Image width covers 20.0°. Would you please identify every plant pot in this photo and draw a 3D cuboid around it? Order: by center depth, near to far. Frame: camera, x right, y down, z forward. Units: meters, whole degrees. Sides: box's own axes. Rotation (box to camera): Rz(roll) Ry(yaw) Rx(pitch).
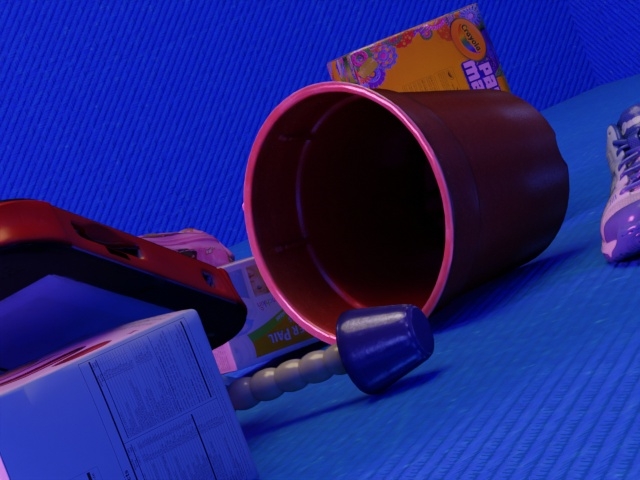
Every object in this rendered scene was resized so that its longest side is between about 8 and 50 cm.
[{"bbox_3d":[0.108,-0.045,1.907,0.272,0.272,0.265,-18,-2,42],"label":"plant pot"}]

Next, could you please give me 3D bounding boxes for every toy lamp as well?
[{"bbox_3d":[-0.029,0.122,1.605,0.274,0.080,0.080,-20,5,24],"label":"toy lamp"}]

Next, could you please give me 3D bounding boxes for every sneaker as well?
[{"bbox_3d":[0.319,-0.066,1.812,0.111,0.131,0.296,-19,7,15],"label":"sneaker"}]

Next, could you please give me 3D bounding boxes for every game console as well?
[{"bbox_3d":[-0.278,0.095,1.577,0.342,0.060,0.386,-32,-25,18],"label":"game console"}]

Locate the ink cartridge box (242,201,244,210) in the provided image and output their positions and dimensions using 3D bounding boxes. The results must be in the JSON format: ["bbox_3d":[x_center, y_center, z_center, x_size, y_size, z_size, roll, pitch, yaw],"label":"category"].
[{"bbox_3d":[0.000,0.000,2.259,0.100,0.172,0.237,-21,5,13],"label":"ink cartridge box"}]

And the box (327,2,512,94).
[{"bbox_3d":[0.150,-0.130,2.333,0.177,0.290,0.279,-22,5,-4],"label":"box"}]

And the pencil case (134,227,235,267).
[{"bbox_3d":[-0.280,0.065,2.365,0.167,0.160,0.386,-19,-12,39],"label":"pencil case"}]

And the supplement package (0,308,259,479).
[{"bbox_3d":[-0.200,0.166,1.423,0.203,0.149,0.194,-24,5,-39],"label":"supplement package"}]

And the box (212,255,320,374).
[{"bbox_3d":[-0.066,0.073,1.997,0.203,0.114,0.103,-18,1,-43],"label":"box"}]

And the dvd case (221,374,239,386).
[{"bbox_3d":[-0.154,0.155,1.932,0.087,0.013,0.119,17,-25,-41],"label":"dvd case"}]
